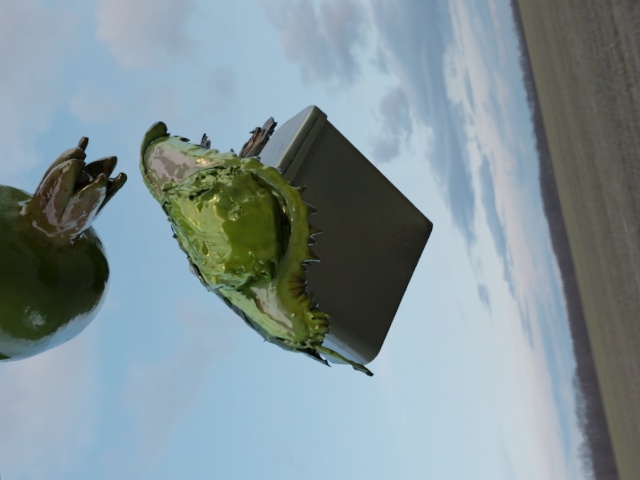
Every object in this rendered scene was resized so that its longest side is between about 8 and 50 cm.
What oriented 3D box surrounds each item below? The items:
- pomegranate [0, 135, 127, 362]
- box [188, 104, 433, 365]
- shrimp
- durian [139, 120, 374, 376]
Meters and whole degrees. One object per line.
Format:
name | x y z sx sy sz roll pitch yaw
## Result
pomegranate | -0.353 0.011 0.696 0.236 0.302 0.236 45 -159 -22
box | 0.000 0.000 1.051 0.344 0.177 0.351 39 -117 -23
shrimp | -0.195 -0.210 1.286 0.152 0.219 0.046 27 -156 -40
durian | -0.078 -0.009 0.577 0.132 0.106 0.375 -24 -116 -37
